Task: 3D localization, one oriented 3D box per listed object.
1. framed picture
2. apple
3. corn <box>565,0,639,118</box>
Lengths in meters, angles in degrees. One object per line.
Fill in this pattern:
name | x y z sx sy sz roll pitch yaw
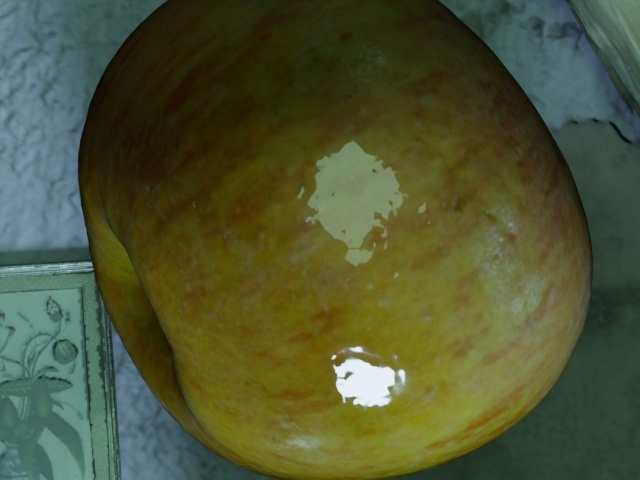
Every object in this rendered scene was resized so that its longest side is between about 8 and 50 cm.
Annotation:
framed picture | -0.251 0.132 1.445 0.173 0.010 0.231 -5 82 -8
apple | 0.000 0.000 1.310 0.333 0.400 0.400 -41 88 -7
corn | 0.300 -0.171 1.499 0.123 0.122 0.305 -32 88 -9
